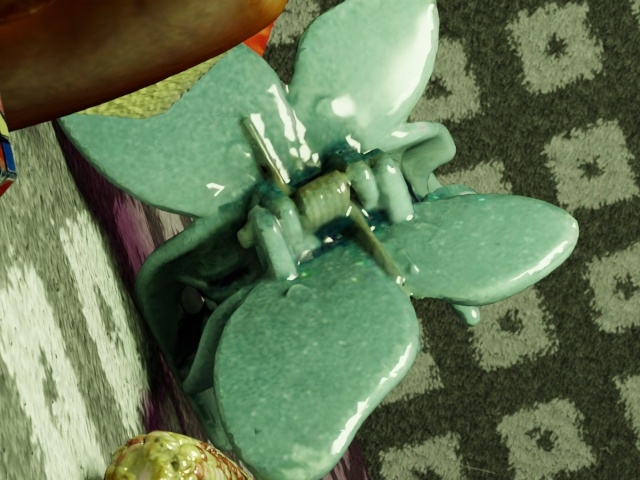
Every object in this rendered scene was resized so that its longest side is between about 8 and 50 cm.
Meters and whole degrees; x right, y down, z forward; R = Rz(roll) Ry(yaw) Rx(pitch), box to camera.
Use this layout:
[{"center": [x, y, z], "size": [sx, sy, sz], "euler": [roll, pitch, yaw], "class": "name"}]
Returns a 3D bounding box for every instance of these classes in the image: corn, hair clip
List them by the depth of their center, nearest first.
[{"center": [-0.087, 0.173, 1.120], "size": [0.253, 0.086, 0.086], "euler": [60, 13, -71], "class": "corn"}, {"center": [0.000, 0.000, 1.379], "size": [0.392, 0.318, 0.238], "euler": [58, -14, 20], "class": "hair clip"}]

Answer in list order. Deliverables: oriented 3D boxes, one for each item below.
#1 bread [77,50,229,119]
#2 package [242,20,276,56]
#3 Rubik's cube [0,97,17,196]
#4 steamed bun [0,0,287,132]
[{"center": [-0.124, -0.207, 1.119], "size": [0.240, 0.135, 0.178], "euler": [-39, -120, 45], "class": "bread"}, {"center": [-0.104, -0.281, 1.768], "size": [0.196, 0.123, 0.424], "euler": [-103, -150, -58], "class": "package"}, {"center": [-0.173, -0.039, 0.672], "size": [0.111, 0.093, 0.111], "euler": [-18, 90, -89], "class": "Rubik's cube"}, {"center": [-0.142, -0.215, 0.864], "size": [0.248, 0.235, 0.379], "euler": [59, 11, -53], "class": "steamed bun"}]
